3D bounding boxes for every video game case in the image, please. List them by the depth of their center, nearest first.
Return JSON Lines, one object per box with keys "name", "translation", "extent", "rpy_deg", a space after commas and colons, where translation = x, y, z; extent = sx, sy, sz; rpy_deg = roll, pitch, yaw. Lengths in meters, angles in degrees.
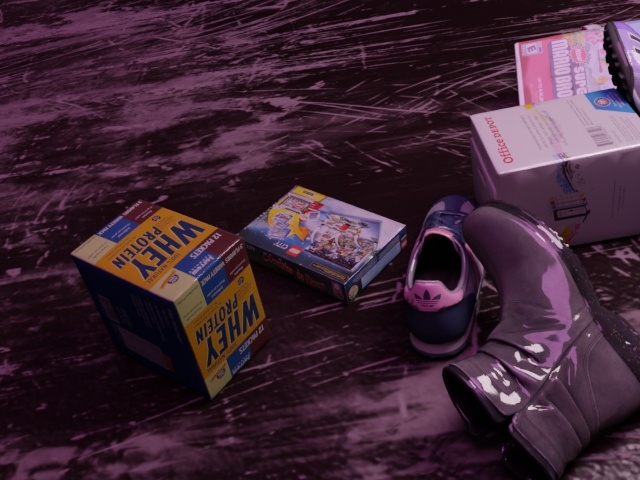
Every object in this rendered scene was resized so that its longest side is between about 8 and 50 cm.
{"name": "video game case", "translation": [0.494, -0.281, 1.387], "extent": [0.285, 0.025, 0.204], "rpy_deg": [-7, 71, 19]}

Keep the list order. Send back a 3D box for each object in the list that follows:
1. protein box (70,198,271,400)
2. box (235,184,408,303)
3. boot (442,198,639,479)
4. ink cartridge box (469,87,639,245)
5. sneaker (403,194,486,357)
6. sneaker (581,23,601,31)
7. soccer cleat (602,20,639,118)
{"name": "protein box", "translation": [-0.204, 0.080, 1.102], "extent": [0.201, 0.200, 0.136], "rpy_deg": [19, 49, 32]}
{"name": "box", "translation": [0.000, 0.000, 1.269], "extent": [0.233, 0.044, 0.159], "rpy_deg": [23, 50, 35]}
{"name": "boot", "translation": [0.232, 0.110, 0.962], "extent": [0.222, 0.118, 0.338], "rpy_deg": [-28, 60, -19]}
{"name": "ink cartridge box", "translation": [0.361, -0.103, 1.202], "extent": [0.232, 0.168, 0.171], "rpy_deg": [-10, 39, 2]}
{"name": "sneaker", "translation": [0.186, 0.011, 1.139], "extent": [0.112, 0.131, 0.319], "rpy_deg": [-2, 40, 15]}
{"name": "sneaker", "translation": [0.581, -0.331, 1.485], "extent": [0.111, 0.103, 0.252], "rpy_deg": [-18, 48, -10]}
{"name": "soccer cleat", "translation": [0.523, -0.207, 1.167], "extent": [0.116, 0.108, 0.318], "rpy_deg": [-25, 64, 14]}
